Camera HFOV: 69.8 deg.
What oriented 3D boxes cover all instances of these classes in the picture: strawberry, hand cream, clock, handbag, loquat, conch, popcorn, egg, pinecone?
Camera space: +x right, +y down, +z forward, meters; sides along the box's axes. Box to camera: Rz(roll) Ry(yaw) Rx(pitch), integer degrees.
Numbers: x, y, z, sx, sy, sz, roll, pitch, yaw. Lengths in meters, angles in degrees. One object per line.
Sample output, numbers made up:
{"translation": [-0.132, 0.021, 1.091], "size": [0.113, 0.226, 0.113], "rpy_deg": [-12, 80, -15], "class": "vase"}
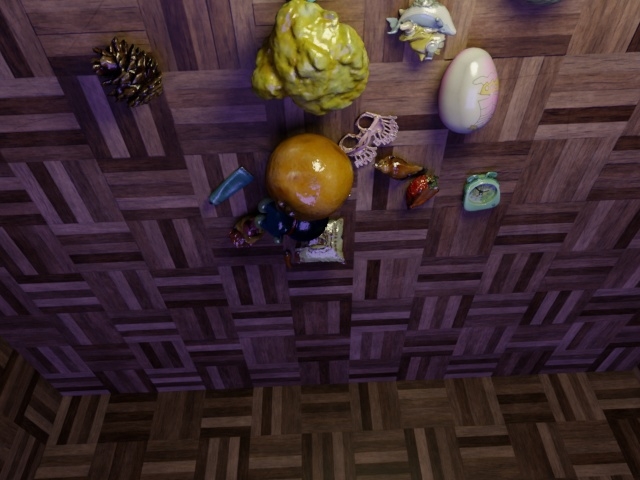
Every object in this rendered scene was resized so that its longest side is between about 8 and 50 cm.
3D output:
{"translation": [0.405, -0.205, 1.856], "size": [0.140, 0.085, 0.192], "rpy_deg": [-26, 161, -2], "class": "strawberry"}
{"translation": [-0.370, -0.213, 1.846], "size": [0.224, 0.048, 0.083], "rpy_deg": [-33, 130, 21], "class": "hand cream"}
{"translation": [0.662, -0.207, 1.886], "size": [0.148, 0.060, 0.188], "rpy_deg": [-8, 137, 6], "class": "clock"}
{"translation": [0.000, 0.000, 2.020], "size": [0.235, 0.127, 0.213], "rpy_deg": [0, 99, 4], "class": "handbag"}
{"translation": [-0.042, -0.224, 1.639], "size": [0.328, 0.328, 0.328], "rpy_deg": [-2, 137, -1], "class": "loquat"}
{"translation": [0.310, -0.273, 1.782], "size": [0.232, 0.080, 0.086], "rpy_deg": [20, 140, -24], "class": "conch"}
{"translation": [-0.015, -0.513, 1.355], "size": [0.334, 0.293, 0.292], "rpy_deg": [18, 104, -23], "class": "popcorn"}
{"translation": [0.482, -0.479, 1.485], "size": [0.196, 0.196, 0.271], "rpy_deg": [4, 135, -7], "class": "egg"}
{"translation": [-0.588, -0.515, 1.408], "size": [0.184, 0.179, 0.204], "rpy_deg": [-26, 124, 2], "class": "pinecone"}

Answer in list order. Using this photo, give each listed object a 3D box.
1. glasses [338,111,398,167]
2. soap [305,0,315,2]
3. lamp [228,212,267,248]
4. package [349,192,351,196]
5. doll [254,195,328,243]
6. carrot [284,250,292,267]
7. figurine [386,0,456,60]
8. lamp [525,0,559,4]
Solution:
{"translation": [0.180, -0.359, 1.674], "size": [0.162, 0.095, 0.255], "rpy_deg": [20, 136, -29], "class": "glasses"}
{"translation": [0.020, -0.768, 1.231], "size": [0.293, 0.077, 0.156], "rpy_deg": [-22, 135, 21], "class": "soap"}
{"translation": [-0.282, -0.064, 1.961], "size": [0.253, 0.118, 0.118], "rpy_deg": [-39, 127, 25], "class": "lamp"}
{"translation": [0.064, -0.221, 1.862], "size": [0.108, 0.031, 0.121], "rpy_deg": [-9, 132, 6], "class": "package"}
{"translation": [-0.095, -0.086, 1.838], "size": [0.322, 0.186, 0.198], "rpy_deg": [-15, 134, -38], "class": "doll"}
{"translation": [-0.154, 0.092, 2.190], "size": [0.035, 0.035, 0.142], "rpy_deg": [-3, 145, 0], "class": "carrot"}
{"translation": [0.300, -0.629, 1.368], "size": [0.208, 0.128, 0.184], "rpy_deg": [4, 140, 5], "class": "figurine"}
{"translation": [0.593, -0.754, 1.176], "size": [0.233, 0.233, 0.265], "rpy_deg": [-28, 117, 25], "class": "lamp"}
